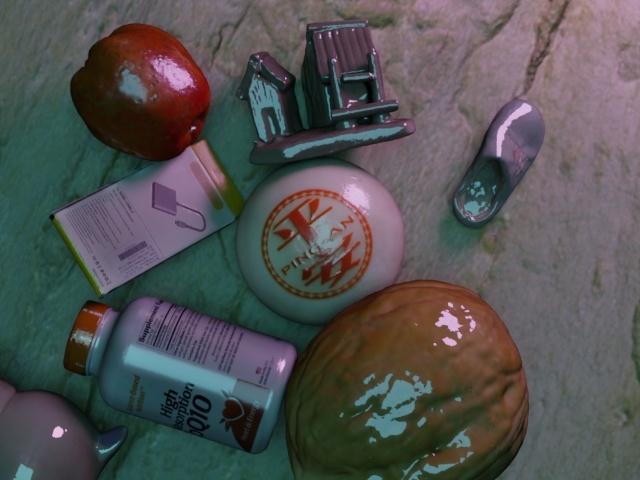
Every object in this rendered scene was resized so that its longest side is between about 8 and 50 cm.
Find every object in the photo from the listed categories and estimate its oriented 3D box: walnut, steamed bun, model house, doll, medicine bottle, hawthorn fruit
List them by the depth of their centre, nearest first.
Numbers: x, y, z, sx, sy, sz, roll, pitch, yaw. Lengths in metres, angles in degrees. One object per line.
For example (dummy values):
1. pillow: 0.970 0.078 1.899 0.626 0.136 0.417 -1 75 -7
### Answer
1. walnut: 0.106 0.211 1.354 0.332 0.333 0.333 0 88 -1
2. doll: -0.461 0.257 1.386 0.370 0.226 0.215 31 57 -9
3. medicine bottle: -0.187 0.168 1.415 0.288 0.157 0.157 18 87 0
4. hawthorn fruit: -0.237 -0.193 1.428 0.189 0.189 0.189 0 88 -1
5. steamed bun: 0.000 0.000 1.431 0.231 0.145 0.232 0 87 -1
6. model house: 0.001 -0.202 1.453 0.229 0.122 0.188 -11 86 1

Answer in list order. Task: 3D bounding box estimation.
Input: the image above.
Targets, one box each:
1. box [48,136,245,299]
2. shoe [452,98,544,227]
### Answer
1. box: -0.227 -0.034 1.446 0.247 0.033 0.129 -30 88 -29
2. shoe: 0.249 -0.106 1.476 0.079 0.078 0.195 31 91 1
